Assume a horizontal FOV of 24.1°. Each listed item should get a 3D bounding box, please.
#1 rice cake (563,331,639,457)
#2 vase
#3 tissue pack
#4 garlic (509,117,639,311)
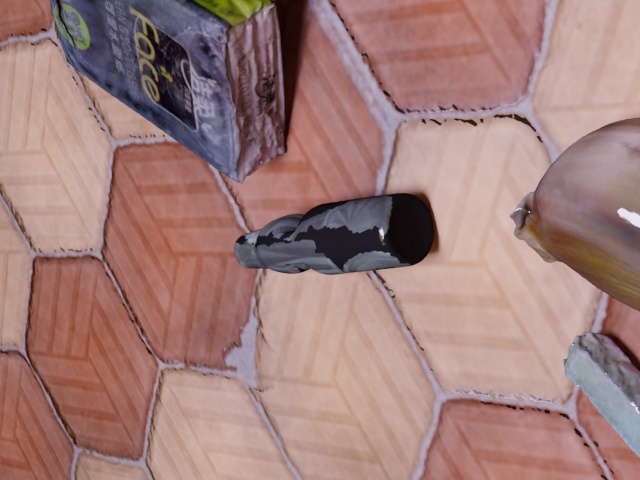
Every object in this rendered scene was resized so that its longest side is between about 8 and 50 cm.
[{"bbox_3d":[0.248,0.147,1.040,0.211,0.034,0.043,50,144,21],"label":"rice cake"},{"bbox_3d":[0.000,0.000,1.232,0.211,0.060,0.059,-8,100,48],"label":"vase"},{"bbox_3d":[-0.134,-0.173,1.260,0.235,0.073,0.173,35,148,28],"label":"tissue pack"},{"bbox_3d":[0.243,0.012,0.952,0.128,0.148,0.266,-51,56,5],"label":"garlic"}]
